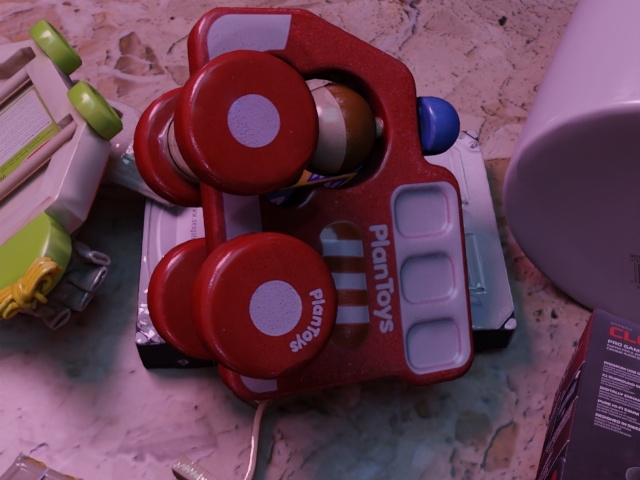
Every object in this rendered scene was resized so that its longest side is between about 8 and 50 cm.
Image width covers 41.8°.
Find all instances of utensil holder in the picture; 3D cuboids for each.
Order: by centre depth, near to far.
[{"bbox_3d":[0.372,-0.144,0.759,0.327,0.327,0.385,24,60,13],"label":"utensil holder"}]

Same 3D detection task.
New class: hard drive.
[{"bbox_3d":[0.000,0.000,0.808,0.339,0.064,0.237,-1,57,-3],"label":"hard drive"}]

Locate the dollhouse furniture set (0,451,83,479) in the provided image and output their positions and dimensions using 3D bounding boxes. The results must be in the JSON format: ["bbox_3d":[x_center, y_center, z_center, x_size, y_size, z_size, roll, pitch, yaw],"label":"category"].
[{"bbox_3d":[-0.249,0.249,0.659,0.076,0.059,0.152,16,38,17],"label":"dollhouse furniture set"}]

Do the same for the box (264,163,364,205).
[{"bbox_3d":[0.000,-0.061,0.773,0.169,0.059,0.054,-11,59,-9],"label":"box"}]

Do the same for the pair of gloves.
[{"bbox_3d":[-0.246,-0.041,0.796,0.204,0.042,0.240,28,70,31],"label":"pair of gloves"}]

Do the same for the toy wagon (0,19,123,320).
[{"bbox_3d":[-0.298,-0.045,0.753,0.267,0.068,0.344,-40,52,1],"label":"toy wagon"}]

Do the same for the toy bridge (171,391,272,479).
[{"bbox_3d":[-0.094,0.202,0.692,0.063,0.026,0.188,29,61,15],"label":"toy bridge"}]

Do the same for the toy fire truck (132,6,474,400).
[{"bbox_3d":[-0.001,-0.027,0.661,0.254,0.169,0.302,-5,90,-25],"label":"toy fire truck"}]

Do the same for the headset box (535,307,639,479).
[{"bbox_3d":[0.276,0.187,0.617,0.218,0.110,0.293,21,35,13],"label":"headset box"}]
